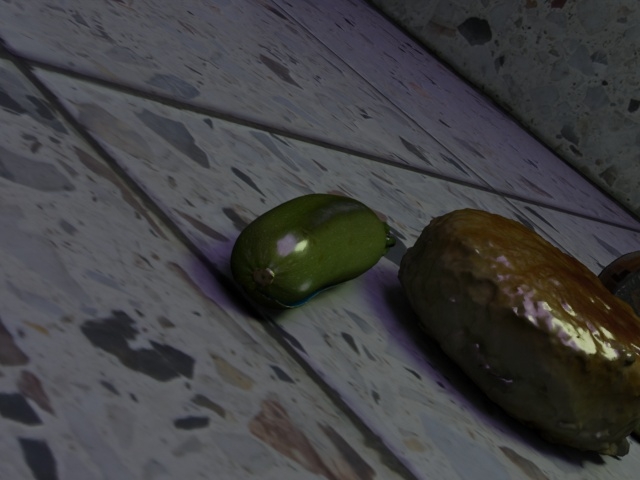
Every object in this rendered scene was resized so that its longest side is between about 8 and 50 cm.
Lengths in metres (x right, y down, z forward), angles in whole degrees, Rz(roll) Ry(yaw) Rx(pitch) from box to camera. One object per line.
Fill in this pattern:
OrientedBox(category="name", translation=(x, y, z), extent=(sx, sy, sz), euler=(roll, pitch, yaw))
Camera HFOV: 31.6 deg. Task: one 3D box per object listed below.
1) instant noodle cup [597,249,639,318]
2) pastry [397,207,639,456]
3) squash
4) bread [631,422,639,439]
OrientedBox(category="instant noodle cup", translation=(0.467, 0.112, 1.544), extent=(0.217, 0.217, 0.207), euler=(36, 9, -2))
OrientedBox(category="pastry", translation=(0.229, 0.090, 1.202), extent=(0.329, 0.136, 0.329), euler=(34, 17, -12))
OrientedBox(category="squash", translation=(0.000, 0.000, 1.070), extent=(0.094, 0.094, 0.341), euler=(40, 19, 13))
OrientedBox(category="bread", translation=(0.402, 0.196, 1.387), extent=(0.140, 0.069, 0.128), euler=(42, 15, 16))
